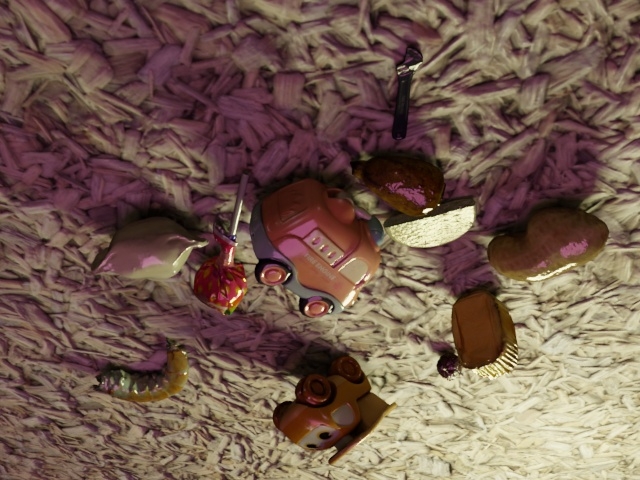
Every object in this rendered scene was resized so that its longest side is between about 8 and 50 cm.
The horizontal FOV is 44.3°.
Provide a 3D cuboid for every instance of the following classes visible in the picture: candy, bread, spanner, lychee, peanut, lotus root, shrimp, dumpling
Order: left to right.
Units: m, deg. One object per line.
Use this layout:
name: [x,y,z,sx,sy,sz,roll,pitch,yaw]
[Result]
dumpling: [-0.357,0.019,1.652,0.250,0.162,0.132,-12,102,0]
shrimp: [-0.449,0.366,2.097,0.287,0.068,0.185,-26,133,26]
candy: [-0.191,0.004,1.662,0.124,0.124,0.365,10,130,-9]
lotus root: [0.148,-0.112,1.508,0.191,0.094,0.108,17,102,-9]
spanner: [0.151,-0.257,1.398,0.046,0.012,0.208,1,139,0]
bread: [0.236,-0.030,1.638,0.193,0.036,0.112,-14,141,13]
lychee: [0.331,0.322,2.009,0.067,0.068,0.083,-35,158,18]
bread: [0.377,0.217,1.798,0.132,0.190,0.114,-21,142,28]
peanut: [0.460,0.009,1.611,0.253,0.122,0.137,-32,89,34]

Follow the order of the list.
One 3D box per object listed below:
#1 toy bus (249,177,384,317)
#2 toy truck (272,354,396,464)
toy bus: [0.000,0.000,1.583,0.232,0.194,0.288,-37,126,21]
toy truck: [0.036,0.436,2.025,0.211,0.288,0.204,50,133,13]
